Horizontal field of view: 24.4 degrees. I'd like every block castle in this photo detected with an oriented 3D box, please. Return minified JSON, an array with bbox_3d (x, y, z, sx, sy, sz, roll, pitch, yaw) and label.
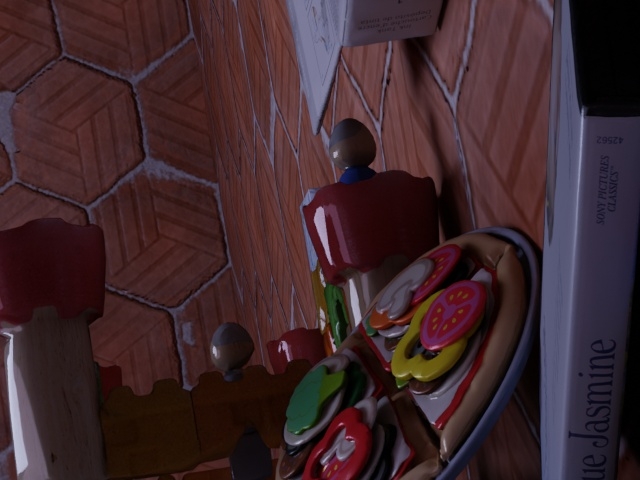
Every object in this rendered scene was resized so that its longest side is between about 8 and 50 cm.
[{"bbox_3d":[-0.076,0.085,1.072,0.453,0.303,0.212,107,153,-71],"label":"block castle"}]

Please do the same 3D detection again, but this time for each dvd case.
[{"bbox_3d":[0.098,0.011,0.561,0.180,0.022,0.253,-82,-10,-53],"label":"dvd case"}]

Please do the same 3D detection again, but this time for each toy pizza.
[{"bbox_3d":[0.035,0.071,0.763,0.201,0.032,0.201,-46,20,22],"label":"toy pizza"}]

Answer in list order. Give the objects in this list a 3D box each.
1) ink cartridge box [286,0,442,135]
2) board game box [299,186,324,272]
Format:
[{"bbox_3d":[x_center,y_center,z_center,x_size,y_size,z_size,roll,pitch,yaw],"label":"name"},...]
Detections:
[{"bbox_3d":[0.008,-0.252,0.912,0.261,0.066,0.296,101,159,-69],"label":"ink cartridge box"},{"bbox_3d":[0.000,0.000,1.453,0.090,0.020,0.090,122,138,-79],"label":"board game box"}]
